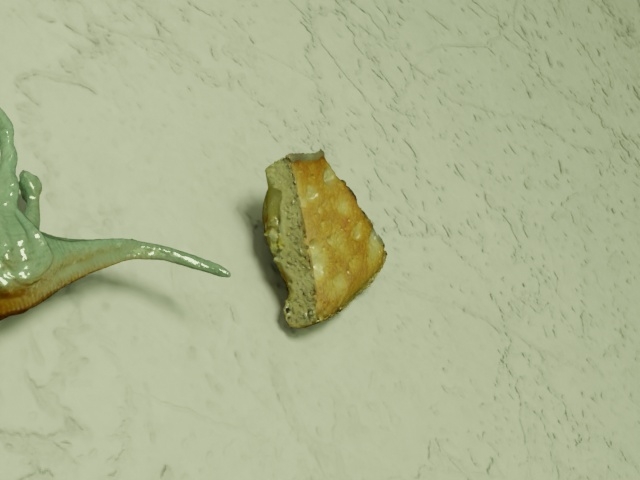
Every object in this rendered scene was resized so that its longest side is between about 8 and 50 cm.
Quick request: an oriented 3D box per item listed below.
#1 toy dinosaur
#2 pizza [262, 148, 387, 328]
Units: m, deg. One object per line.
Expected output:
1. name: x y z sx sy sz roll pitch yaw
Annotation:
1. toy dinosaur: -0.269 -0.004 1.139 0.393 0.092 0.205 22 46 -32
2. pizza: -0.004 -0.007 1.417 0.204 0.081 0.188 -16 94 -59
